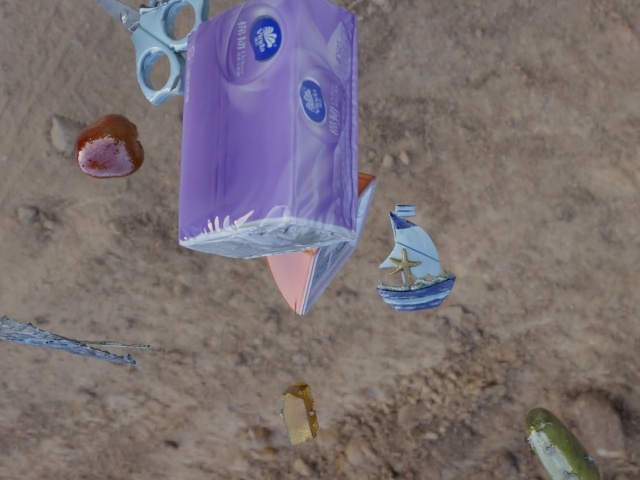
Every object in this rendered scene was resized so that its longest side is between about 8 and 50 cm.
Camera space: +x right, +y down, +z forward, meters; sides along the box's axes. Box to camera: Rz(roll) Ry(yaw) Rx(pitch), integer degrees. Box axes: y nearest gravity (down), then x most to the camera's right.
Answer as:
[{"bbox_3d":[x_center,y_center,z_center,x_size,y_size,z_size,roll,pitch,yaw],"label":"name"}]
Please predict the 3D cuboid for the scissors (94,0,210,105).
[{"bbox_3d":[-0.318,-0.373,1.292,0.029,0.360,0.191,7,116,-57],"label":"scissors"}]

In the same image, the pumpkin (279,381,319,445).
[{"bbox_3d":[-0.036,0.262,1.152,0.054,0.083,0.074,-11,177,9],"label":"pumpkin"}]

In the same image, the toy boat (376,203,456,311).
[{"bbox_3d":[0.244,0.042,2.040,0.221,0.290,0.067,-8,-174,18],"label":"toy boat"}]

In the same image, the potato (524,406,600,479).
[{"bbox_3d":[0.442,0.388,1.383,0.085,0.188,0.105,-39,171,22],"label":"potato"}]

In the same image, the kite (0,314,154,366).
[{"bbox_3d":[-0.453,0.179,1.345,0.369,0.014,0.406,0,161,21],"label":"kite"}]

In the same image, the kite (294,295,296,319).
[{"bbox_3d":[-0.048,0.121,1.462,0.002,0.078,0.044,4,132,-5],"label":"kite"}]

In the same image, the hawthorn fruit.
[{"bbox_3d":[-0.438,-0.190,1.556,0.138,0.132,0.132,-26,156,-23],"label":"hawthorn fruit"}]

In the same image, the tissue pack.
[{"bbox_3d":[-0.077,-0.150,1.063,0.242,0.338,0.160,-12,162,43],"label":"tissue pack"}]

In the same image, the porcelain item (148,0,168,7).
[{"bbox_3d":[-0.293,-0.436,1.345,0.036,0.083,0.028,-18,177,-4],"label":"porcelain item"}]

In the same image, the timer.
[{"bbox_3d":[0.000,0.000,1.619,0.161,0.257,0.250,20,141,24],"label":"timer"}]
